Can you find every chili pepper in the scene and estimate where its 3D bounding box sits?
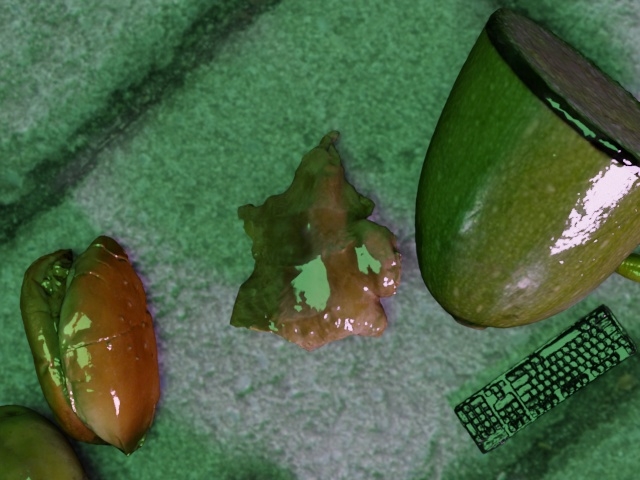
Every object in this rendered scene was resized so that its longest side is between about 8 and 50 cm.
[{"bbox_3d":[0.417,0.051,1.769,0.208,0.043,0.049,33,123,14],"label":"chili pepper"}]

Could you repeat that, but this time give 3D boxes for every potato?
[{"bbox_3d":[-0.368,0.329,1.878,0.228,0.148,0.197,47,113,18],"label":"potato"}]

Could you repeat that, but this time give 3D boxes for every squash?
[{"bbox_3d":[0.221,-0.056,1.705,0.310,0.310,0.309,43,113,7],"label":"squash"}]

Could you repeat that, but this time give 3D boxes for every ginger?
[{"bbox_3d":[0.000,0.000,1.806,0.218,0.123,0.270,11,94,14],"label":"ginger"}]

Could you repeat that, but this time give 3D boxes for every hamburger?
[{"bbox_3d":[-0.286,0.137,1.853,0.144,0.156,0.283,-13,87,11],"label":"hamburger"}]

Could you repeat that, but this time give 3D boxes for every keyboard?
[{"bbox_3d":[0.272,0.170,1.808,0.231,0.023,0.072,-36,82,10],"label":"keyboard"}]
